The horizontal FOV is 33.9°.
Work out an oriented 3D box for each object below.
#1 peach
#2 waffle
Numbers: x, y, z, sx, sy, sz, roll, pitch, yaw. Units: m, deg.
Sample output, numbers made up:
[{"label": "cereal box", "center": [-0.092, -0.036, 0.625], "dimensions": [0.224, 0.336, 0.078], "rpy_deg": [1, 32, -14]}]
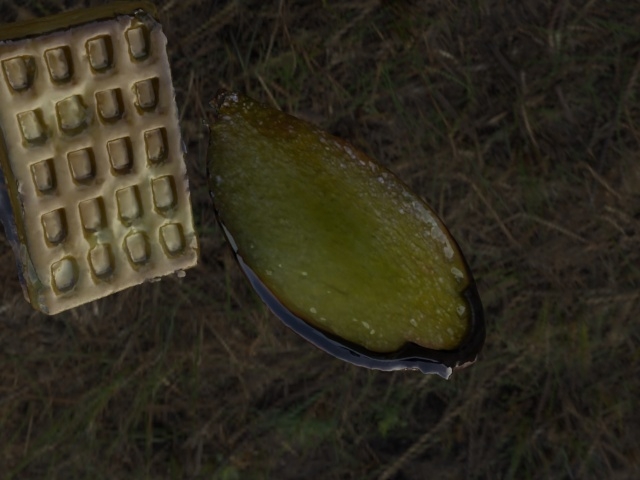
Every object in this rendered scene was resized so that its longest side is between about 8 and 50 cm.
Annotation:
[{"label": "peach", "center": [-0.001, 0.003, 0.776], "dimensions": [0.189, 0.279, 0.068], "rpy_deg": [-19, 153, -46]}, {"label": "waffle", "center": [-0.264, -0.095, 1.193], "dimensions": [0.224, 0.098, 0.327], "rpy_deg": [-19, 116, -24]}]
